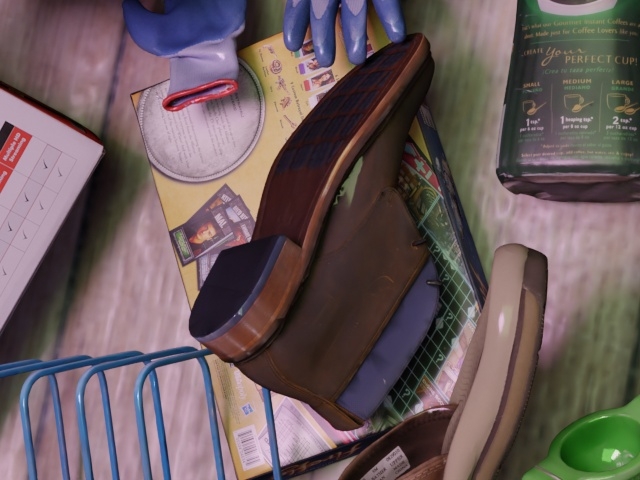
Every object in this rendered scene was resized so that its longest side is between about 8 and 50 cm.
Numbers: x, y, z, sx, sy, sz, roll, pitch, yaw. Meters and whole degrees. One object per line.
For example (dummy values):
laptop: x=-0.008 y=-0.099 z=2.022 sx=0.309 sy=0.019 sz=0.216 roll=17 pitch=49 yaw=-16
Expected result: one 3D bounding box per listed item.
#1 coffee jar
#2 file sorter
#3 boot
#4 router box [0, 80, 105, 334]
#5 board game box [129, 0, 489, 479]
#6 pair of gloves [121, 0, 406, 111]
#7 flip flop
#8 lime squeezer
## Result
coffee jar: x=0.149 y=-0.116 z=1.014 sx=0.096 sy=0.079 sz=0.184 roll=1 pitch=81 yaw=22
file sorter: x=-0.119 y=0.115 z=1.006 sx=0.170 sy=0.118 sz=0.105 roll=-7 pitch=90 yaw=35
boot: x=0.023 y=-0.004 z=1.003 sx=0.082 sy=0.106 sz=0.219 roll=-6 pitch=46 yaw=57
router box: x=-0.336 y=0.013 z=1.060 sx=0.301 sy=0.082 sz=0.335 roll=30 pitch=91 yaw=-19
board game box: x=0.000 y=0.000 z=1.062 sx=0.165 sy=0.042 sz=0.243 roll=-21 pitch=73 yaw=14
pair of gloves: x=-0.027 y=-0.146 z=1.080 sx=0.198 sy=0.023 sz=0.159 roll=-18 pitch=45 yaw=17
flip flop: x=0.047 y=0.128 z=0.954 sx=0.080 sy=0.112 sz=0.277 roll=16 pitch=106 yaw=-4
lime squeezer: x=0.150 y=0.143 z=0.948 sx=0.110 sy=0.059 sz=0.310 roll=28 pitch=88 yaw=-18
